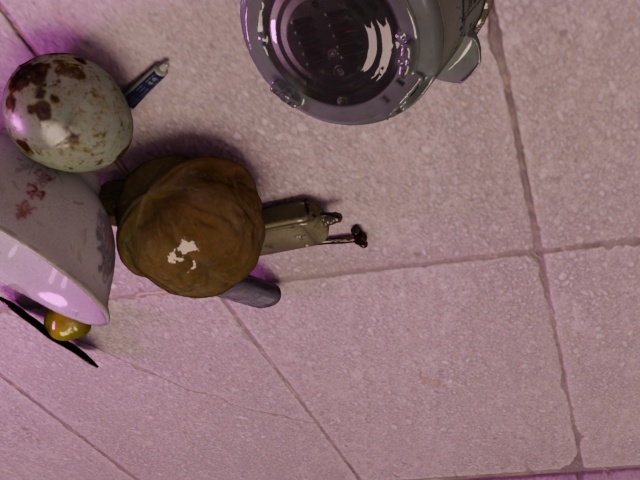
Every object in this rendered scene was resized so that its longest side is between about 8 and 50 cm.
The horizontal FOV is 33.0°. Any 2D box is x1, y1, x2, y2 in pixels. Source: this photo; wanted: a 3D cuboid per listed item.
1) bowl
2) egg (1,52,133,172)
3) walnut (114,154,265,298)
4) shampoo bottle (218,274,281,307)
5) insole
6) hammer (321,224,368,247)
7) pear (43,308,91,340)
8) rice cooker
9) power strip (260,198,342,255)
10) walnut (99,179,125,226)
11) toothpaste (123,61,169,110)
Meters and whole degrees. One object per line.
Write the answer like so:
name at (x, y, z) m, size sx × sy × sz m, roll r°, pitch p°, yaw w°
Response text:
bowl at (-0.478, -0.055, 1.729) m, size 0.435 × 0.196 × 0.435 m, roll 25°, pitch 161°, yaw 9°
egg at (-0.365, -0.182, 1.591) m, size 0.169 × 0.169 × 0.231 m, roll -14°, pitch 158°, yaw 24°
walnut at (-0.211, -0.023, 1.807) m, size 0.283 × 0.227 × 0.283 m, roll -25°, pitch 144°, yaw -20°
shampoo bottle at (-0.163, 0.091, 2.109) m, size 0.087 × 0.049 × 0.234 m, roll -14°, pitch 162°, yaw 25°
insole at (-0.585, 0.205, 2.344) m, size 0.119 × 0.009 × 0.348 m, roll 36°, pitch 172°, yaw 32°
hammer at (0.000, 0.000, 2.039) m, size 0.178 × 0.021 × 0.065 m, roll -4°, pitch 149°, yaw 14°
pear at (-0.530, 0.171, 2.276) m, size 0.097 × 0.092 × 0.092 m, roll 26°, pitch 147°, yaw 1°
rice cooker at (0.061, -0.292, 1.281) m, size 0.317 × 0.316 × 0.264 m, roll 16°, pitch 135°, yaw -23°
power strip at (-0.139, -0.012, 1.982) m, size 0.388 × 0.066 × 0.092 m, roll -10°, pitch 146°, yaw 23°
walnut at (-0.348, -0.065, 1.877) m, size 0.092 × 0.092 × 0.092 m, roll 1°, pitch 150°, yaw 0°
toothpaste at (-0.268, -0.236, 1.641) m, size 0.037 × 0.021 × 0.140 m, roll 21°, pitch 146°, yaw -32°
